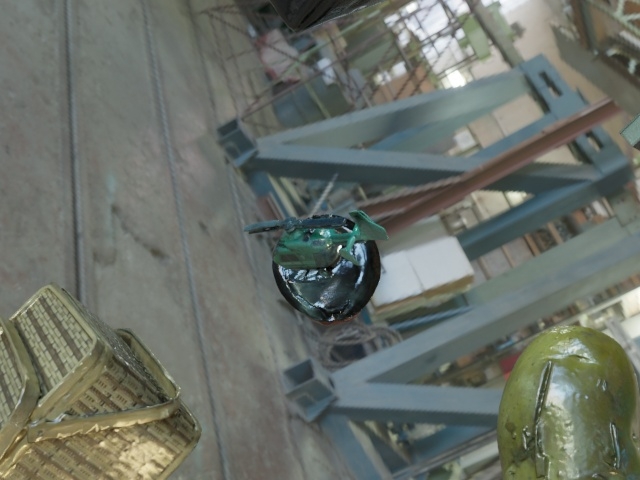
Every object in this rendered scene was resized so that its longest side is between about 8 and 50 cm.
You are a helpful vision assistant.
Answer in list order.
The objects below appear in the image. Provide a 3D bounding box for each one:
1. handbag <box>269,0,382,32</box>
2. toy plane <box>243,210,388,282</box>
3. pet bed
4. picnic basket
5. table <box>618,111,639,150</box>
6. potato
[{"bbox_3d":[0.095,-0.418,1.032,0.177,0.302,0.275,61,-30,0],"label":"handbag"},{"bbox_3d":[0.000,0.000,0.951,0.096,0.235,0.060,48,58,-27],"label":"toy plane"},{"bbox_3d":[0.011,0.047,1.350,0.053,0.201,0.201,92,-27,-74],"label":"pet bed"},{"bbox_3d":[-0.307,0.210,0.790,0.175,0.313,0.228,50,-13,-31],"label":"picnic basket"},{"bbox_3d":[0.674,-0.229,1.360,0.122,0.240,0.111,10,40,-45],"label":"table"},{"bbox_3d":[0.277,0.216,0.843,0.169,0.143,0.248,14,76,-34],"label":"potato"}]
